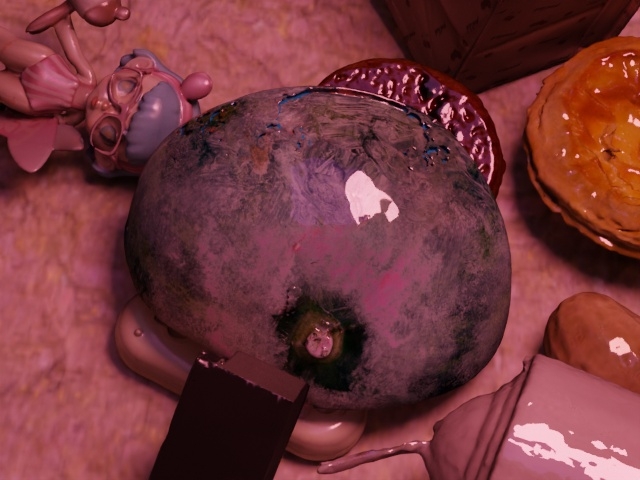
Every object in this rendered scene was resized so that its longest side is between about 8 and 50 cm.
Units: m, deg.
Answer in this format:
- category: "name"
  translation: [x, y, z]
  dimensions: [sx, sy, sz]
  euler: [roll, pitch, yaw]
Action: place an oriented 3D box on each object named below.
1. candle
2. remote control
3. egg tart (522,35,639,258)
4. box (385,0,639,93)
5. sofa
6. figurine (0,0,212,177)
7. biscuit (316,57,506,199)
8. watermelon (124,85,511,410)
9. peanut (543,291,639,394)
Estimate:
- category: "candle"
  translation: [0.169, 0.184, 1.076]
  dimensions: [0.330, 0.187, 0.187]
  euler: [22, 59, 9]
- category: "remote control"
  translation: [-0.065, 0.103, 1.187]
  dimensions: [0.221, 0.042, 0.078]
  euler: [26, 60, 11]
- category: "egg tart"
  translation: [0.292, -0.071, 1.293]
  dimensions: [0.241, 0.106, 0.241]
  euler: [1, 55, -2]
- category: "box"
  translation: [0.146, -0.309, 1.326]
  dimensions: [0.190, 0.225, 0.297]
  euler: [-23, 76, -16]
- category: "sofa"
  translation: [-0.073, 0.157, 1.104]
  dimensions: [0.085, 0.060, 0.147]
  euler: [22, 104, 8]
- category: "figurine"
  translation: [-0.215, -0.150, 1.289]
  dimensions: [0.260, 0.103, 0.205]
  euler: [20, 84, 12]
- category: "biscuit"
  translation: [0.065, -0.069, 1.284]
  dimensions: [0.192, 0.049, 0.192]
  euler: [-1, 79, 4]
- category: "watermelon"
  translation: [-0.001, 0.005, 1.138]
  dimensions: [0.321, 0.188, 0.175]
  euler: [9, 38, -1]
- category: "peanut"
  translation: [0.278, 0.122, 1.181]
  dimensions: [0.228, 0.086, 0.104]
  euler: [36, 44, 16]
